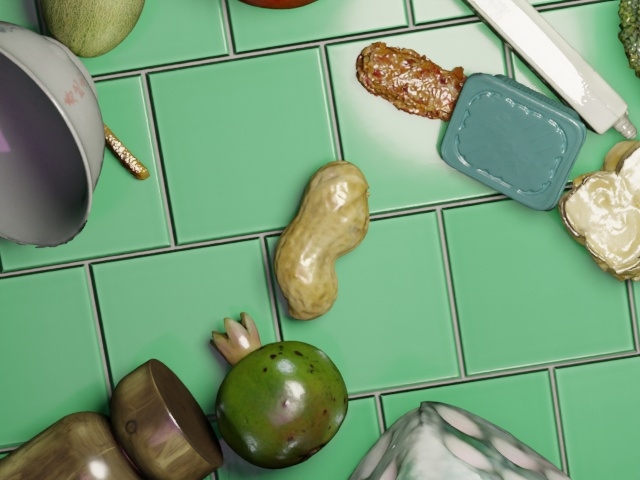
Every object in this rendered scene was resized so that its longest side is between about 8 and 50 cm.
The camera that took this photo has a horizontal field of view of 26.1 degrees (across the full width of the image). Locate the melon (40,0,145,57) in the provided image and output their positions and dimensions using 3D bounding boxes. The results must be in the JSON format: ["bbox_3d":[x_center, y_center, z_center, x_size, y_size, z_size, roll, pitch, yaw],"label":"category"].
[{"bbox_3d":[-0.298,-0.336,1.819,0.139,0.139,0.192,20,113,-3],"label":"melon"}]

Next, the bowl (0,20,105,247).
[{"bbox_3d":[-0.395,-0.172,1.809,0.345,0.345,0.157,44,51,-5],"label":"bowl"}]

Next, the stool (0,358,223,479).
[{"bbox_3d":[-0.290,0.306,1.888,0.264,0.179,0.179,-33,96,5],"label":"stool"}]

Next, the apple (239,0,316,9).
[{"bbox_3d":[-0.055,-0.407,1.781,0.234,0.234,0.234,0,98,0],"label":"apple"}]

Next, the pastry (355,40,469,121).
[{"bbox_3d":[0.128,-0.215,1.875,0.169,0.063,0.087,18,95,-1],"label":"pastry"}]

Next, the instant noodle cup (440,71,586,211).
[{"bbox_3d":[0.264,-0.141,1.845,0.179,0.070,0.157,29,132,13],"label":"instant noodle cup"}]

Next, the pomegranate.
[{"bbox_3d":[-0.070,0.201,1.888,0.187,0.187,0.225,-41,68,5],"label":"pomegranate"}]

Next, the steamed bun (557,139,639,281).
[{"bbox_3d":[0.433,-0.037,1.879,0.177,0.106,0.192,-42,90,9],"label":"steamed bun"}]

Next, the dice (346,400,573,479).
[{"bbox_3d":[0.180,0.436,1.828,0.328,0.330,0.348,33,95,-5],"label":"dice"}]

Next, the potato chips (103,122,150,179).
[{"bbox_3d":[-0.305,-0.165,1.902,0.037,0.026,0.204,-36,95,-9],"label":"potato chips"}]

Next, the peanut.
[{"bbox_3d":[0.000,0.000,1.889,0.103,0.098,0.229,29,101,23],"label":"peanut"}]

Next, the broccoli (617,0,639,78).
[{"bbox_3d":[0.525,-0.265,1.779,0.260,0.288,0.235,-12,59,-17],"label":"broccoli"}]

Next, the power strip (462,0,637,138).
[{"bbox_3d":[0.299,-0.253,1.851,0.338,0.098,0.058,44,96,-5],"label":"power strip"}]
